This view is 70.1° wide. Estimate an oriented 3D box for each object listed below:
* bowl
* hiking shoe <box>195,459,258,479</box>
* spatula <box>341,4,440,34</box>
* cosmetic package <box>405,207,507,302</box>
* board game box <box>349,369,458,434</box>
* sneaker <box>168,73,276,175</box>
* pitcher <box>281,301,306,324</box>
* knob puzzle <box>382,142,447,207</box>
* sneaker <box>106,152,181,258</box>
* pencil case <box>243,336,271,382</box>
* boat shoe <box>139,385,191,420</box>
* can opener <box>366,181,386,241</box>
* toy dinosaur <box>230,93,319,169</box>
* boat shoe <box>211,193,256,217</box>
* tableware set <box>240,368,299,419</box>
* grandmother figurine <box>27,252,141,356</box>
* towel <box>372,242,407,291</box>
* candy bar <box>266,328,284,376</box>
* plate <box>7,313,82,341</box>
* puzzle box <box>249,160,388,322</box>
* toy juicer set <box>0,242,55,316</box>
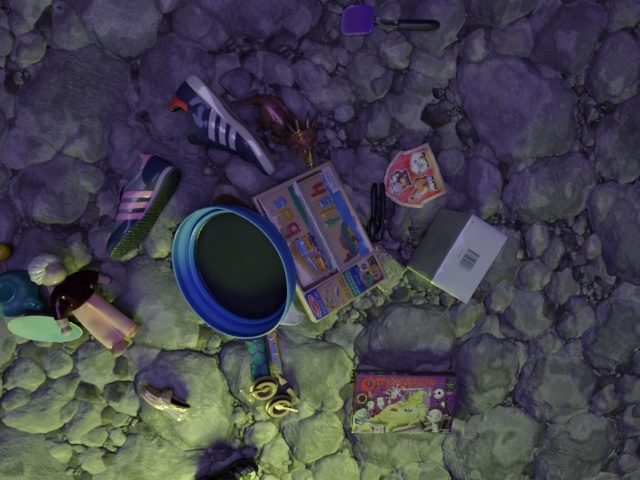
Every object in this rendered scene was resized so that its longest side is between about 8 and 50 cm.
[{"bbox_3d":[-0.240,0.084,1.278,0.390,0.077,0.392,10,113,23],"label":"bowl"},{"bbox_3d":[-0.302,0.787,1.453,0.226,0.114,0.086,-24,101,-3],"label":"hiking shoe"},{"bbox_3d":[0.211,-0.647,1.352,0.296,0.030,0.084,0,96,-7],"label":"spatula"},{"bbox_3d":[0.400,0.037,1.377,0.138,0.225,0.224,30,94,-13],"label":"cosmetic package"},{"bbox_3d":[0.279,0.542,1.528,0.346,0.056,0.208,4,94,-8],"label":"board game box"},{"bbox_3d":[-0.283,-0.294,1.302,0.148,0.131,0.350,-43,95,7],"label":"sneaker"},{"bbox_3d":[-0.161,0.166,1.386,0.177,0.125,0.207,-20,104,19],"label":"pitcher"},{"bbox_3d":[0.284,-0.190,1.429,0.213,0.030,0.213,-1,99,-7],"label":"knob puzzle"},{"bbox_3d":[-0.536,-0.103,1.312,0.131,0.112,0.319,35,90,6],"label":"sneaker"},{"bbox_3d":[-0.199,0.372,1.431,0.070,0.064,0.152,-4,99,16],"label":"pencil case"},{"bbox_3d":[-0.479,0.492,1.418,0.170,0.063,0.059,41,89,-20],"label":"boat shoe"},{"bbox_3d":[0.179,-0.088,1.415,0.059,0.073,0.186,8,91,-1],"label":"can opener"},{"bbox_3d":[-0.107,-0.336,1.271,0.295,0.200,0.127,37,92,-10],"label":"toy dinosaur"},{"bbox_3d":[-0.200,-0.039,1.370,0.285,0.089,0.105,37,69,-13],"label":"boat shoe"},{"bbox_3d":[-0.150,0.499,1.433,0.128,0.039,0.194,-30,125,-2],"label":"tableware set"},{"bbox_3d":[-0.664,0.165,1.283,0.104,0.208,0.342,-26,119,24],"label":"grandmother figurine"},{"bbox_3d":[0.194,0.087,1.459,0.148,0.027,0.110,40,92,-11],"label":"towel"},{"bbox_3d":[-0.147,0.359,1.460,0.040,0.018,0.162,-9,99,-6],"label":"candy bar"},{"bbox_3d":[-0.784,0.246,1.305,0.188,0.188,0.024,0,57,-7],"label":"plate"},{"bbox_3d":[0.000,0.000,1.358,0.272,0.052,0.409,-29,96,-17],"label":"puzzle box"},{"bbox_3d":[-0.880,0.114,1.307,0.328,0.089,0.209,-1,80,-7],"label":"toy juicer set"}]
